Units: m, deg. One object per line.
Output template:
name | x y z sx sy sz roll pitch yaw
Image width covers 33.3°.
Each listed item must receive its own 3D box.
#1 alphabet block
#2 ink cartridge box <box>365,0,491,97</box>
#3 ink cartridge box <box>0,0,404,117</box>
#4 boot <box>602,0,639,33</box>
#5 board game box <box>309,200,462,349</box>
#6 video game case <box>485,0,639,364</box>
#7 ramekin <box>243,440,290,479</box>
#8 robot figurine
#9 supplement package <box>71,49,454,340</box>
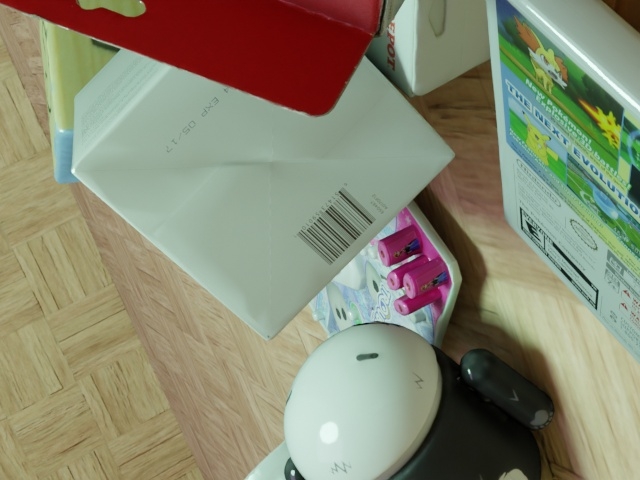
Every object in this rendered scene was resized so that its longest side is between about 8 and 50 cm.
alphabet block | -0.223 -0.192 1.252 0.192 0.193 0.197 136 127 -68
ink cartridge box | 0.040 -0.226 0.772 0.208 0.087 0.153 49 157 33
ink cartridge box | -0.076 -0.243 0.586 0.309 0.272 0.130 21 148 11
boot | 0.180 -0.126 0.577 0.152 0.073 0.197 38 147 58
board game box | 0.000 0.000 1.182 0.390 0.050 0.390 57 159 28
video game case | 0.215 0.022 0.615 0.329 0.036 0.300 51 173 27
ramekin | 0.008 0.352 1.359 0.135 0.277 0.277 43 154 26
robot figurine | 0.092 0.193 0.996 0.278 0.209 0.173 41 171 -27
supplement package | -0.061 -0.094 0.862 0.198 0.199 0.262 43 -175 -21
